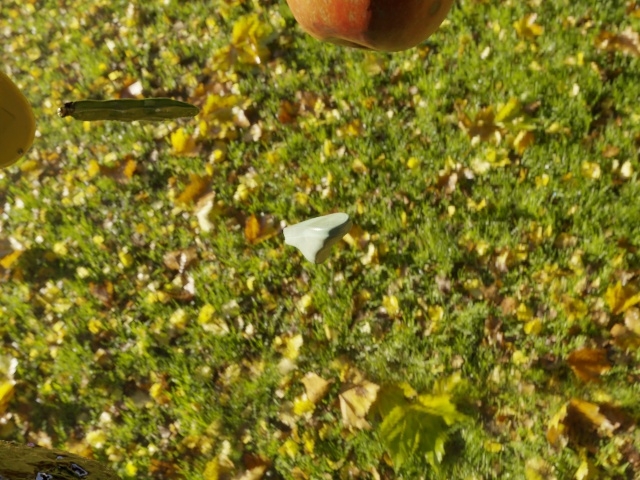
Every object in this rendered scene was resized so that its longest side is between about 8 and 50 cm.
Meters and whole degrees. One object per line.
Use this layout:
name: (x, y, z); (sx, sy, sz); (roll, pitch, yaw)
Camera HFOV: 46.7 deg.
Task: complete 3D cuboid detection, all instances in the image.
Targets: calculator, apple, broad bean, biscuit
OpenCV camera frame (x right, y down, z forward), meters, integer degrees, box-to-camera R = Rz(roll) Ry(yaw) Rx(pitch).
calculator: (-0.493, -0.190, 0.987); (0.146, 0.235, 0.032); (-50, 29, 1)
apple: (0.063, -0.337, 0.907); (0.254, 0.253, 0.253); (-5, 59, 9)
broad bean: (-0.332, -0.227, 1.291); (0.060, 0.298, 0.043); (-1, 98, 42)
biscuit: (-0.279, 0.245, 0.730); (0.192, 0.192, 0.049); (14, 87, 19)

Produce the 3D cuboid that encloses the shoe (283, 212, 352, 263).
shoe: (0.000, 0.000, 1.290); (0.079, 0.078, 0.195); (-23, 12, -26)
